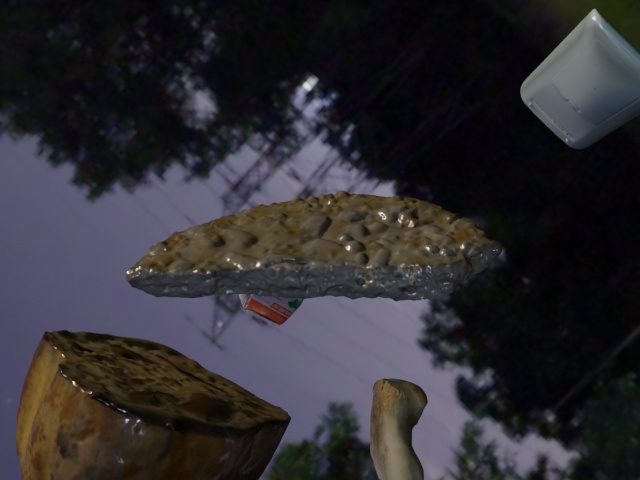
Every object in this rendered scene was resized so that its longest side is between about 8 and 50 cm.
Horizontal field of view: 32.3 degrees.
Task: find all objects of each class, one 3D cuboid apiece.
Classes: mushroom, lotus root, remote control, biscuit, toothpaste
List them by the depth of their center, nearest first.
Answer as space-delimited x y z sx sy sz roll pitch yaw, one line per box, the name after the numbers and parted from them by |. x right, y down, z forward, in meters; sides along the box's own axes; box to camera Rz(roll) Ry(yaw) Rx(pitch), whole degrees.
0.000 0.002 0.893 0.141 0.289 0.038 -75 -19 -59 | biscuit
0.081 0.232 1.081 0.054 0.059 0.202 6 -122 -14 | mushroom
-0.053 0.045 1.082 0.047 0.040 0.196 29 -179 -9 | toothpaste
0.261 -0.146 1.092 0.103 0.051 0.293 45 177 2 | remote control
-0.237 0.239 1.268 0.316 0.250 0.316 29 -175 -3 | lotus root
